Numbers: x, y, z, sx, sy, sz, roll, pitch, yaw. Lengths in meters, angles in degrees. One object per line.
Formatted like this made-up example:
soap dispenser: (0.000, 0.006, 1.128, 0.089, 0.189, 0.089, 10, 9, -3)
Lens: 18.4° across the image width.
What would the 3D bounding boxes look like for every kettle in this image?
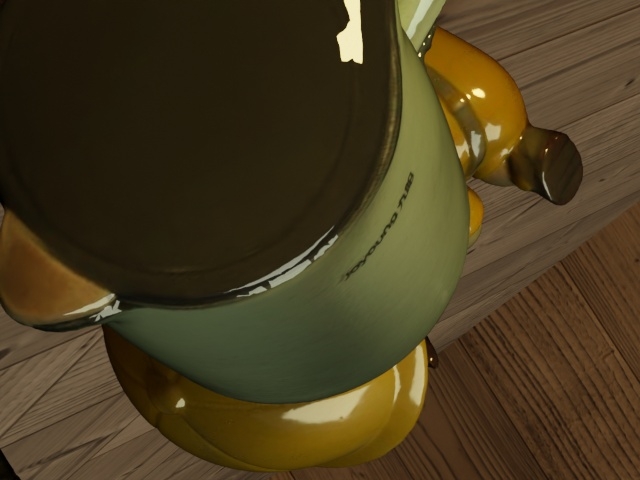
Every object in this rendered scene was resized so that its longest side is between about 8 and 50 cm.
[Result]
kettle: (-0.017, -0.053, 0.759, 0.240, 0.165, 0.255, -55, 167, -4)

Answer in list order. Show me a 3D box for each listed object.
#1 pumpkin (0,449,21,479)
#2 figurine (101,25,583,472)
pumpkin: (-0.289, 0.201, 1.209, 0.222, 0.139, 0.317, -33, 168, 26)
figurine: (-0.002, -0.002, 1.011, 0.257, 0.192, 0.167, -53, 148, -15)
